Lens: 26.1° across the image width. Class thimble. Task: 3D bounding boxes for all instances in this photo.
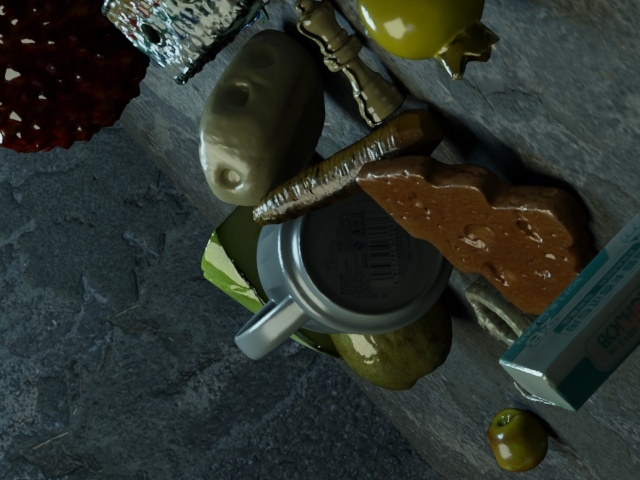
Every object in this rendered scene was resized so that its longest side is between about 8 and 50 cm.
[{"bbox_3d":[0.248,0.076,1.735,0.102,0.090,0.115,52,168,-31],"label":"thimble"}]

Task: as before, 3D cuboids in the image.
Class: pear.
[{"bbox_3d":[0.112,0.137,2.246,0.211,0.188,0.228,59,171,1],"label":"pear"}]

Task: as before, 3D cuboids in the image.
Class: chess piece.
[{"bbox_3d":[0.028,-0.214,1.602,0.172,0.060,0.060,50,169,-16],"label":"chess piece"}]

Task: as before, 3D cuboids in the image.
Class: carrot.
[{"bbox_3d":[0.022,-0.076,1.678,0.314,0.066,0.066,-27,112,39],"label":"carrot"}]

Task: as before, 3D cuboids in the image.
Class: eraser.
[{"bbox_3d":[0.258,0.047,1.187,0.052,0.225,0.095,48,170,-13],"label":"eraser"}]

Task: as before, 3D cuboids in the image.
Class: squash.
[{"bbox_3d":[-0.016,0.064,2.357,0.309,0.233,0.210,33,145,13],"label":"squash"}]

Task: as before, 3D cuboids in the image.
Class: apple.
[{"bbox_3d":[0.340,0.341,2.386,0.114,0.099,0.102,-99,-18,-60],"label":"apple"}]

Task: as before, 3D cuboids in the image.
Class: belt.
[{"bbox_3d":[-0.133,-0.299,1.500,0.160,0.207,0.295,45,169,-5],"label":"belt"}]

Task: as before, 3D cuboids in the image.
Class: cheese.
[{"bbox_3d":[-0.069,-0.156,1.818,0.117,0.235,0.218,21,-173,15],"label":"cheese"}]

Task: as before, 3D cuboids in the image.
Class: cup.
[{"bbox_3d":[0.012,0.041,1.909,0.237,0.323,0.327,47,172,-4],"label":"cup"}]

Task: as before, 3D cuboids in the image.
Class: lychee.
[{"bbox_3d":[-0.449,-0.326,2.051,0.424,0.424,0.500,48,142,-7],"label":"lychee"}]

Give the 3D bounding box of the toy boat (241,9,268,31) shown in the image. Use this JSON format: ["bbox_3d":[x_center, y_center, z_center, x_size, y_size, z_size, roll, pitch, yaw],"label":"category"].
[{"bbox_3d":[-0.116,-0.307,1.815,0.110,0.091,0.175,12,-170,-36],"label":"toy boat"}]

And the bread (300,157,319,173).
[{"bbox_3d":[-0.020,-0.095,2.268,0.193,0.064,0.193,47,176,4],"label":"bread"}]

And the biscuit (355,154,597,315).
[{"bbox_3d":[0.183,-0.022,1.563,0.306,0.043,0.284,27,159,11],"label":"biscuit"}]

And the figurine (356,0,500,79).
[{"bbox_3d":[0.058,-0.238,1.221,0.234,0.127,0.185,37,175,-4],"label":"figurine"}]
